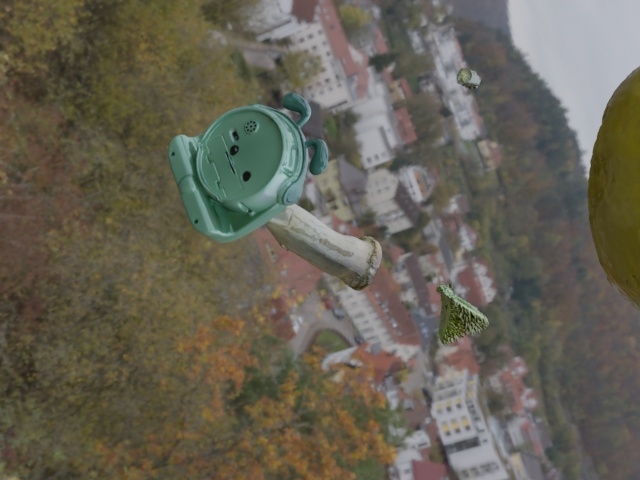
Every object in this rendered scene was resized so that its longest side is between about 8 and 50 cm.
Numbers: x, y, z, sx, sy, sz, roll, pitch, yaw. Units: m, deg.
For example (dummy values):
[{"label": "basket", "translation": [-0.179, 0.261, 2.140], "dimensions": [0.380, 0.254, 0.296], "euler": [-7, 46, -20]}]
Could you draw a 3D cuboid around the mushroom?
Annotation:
[{"label": "mushroom", "translation": [0.000, 0.000, 1.181], "dimensions": [0.209, 0.084, 0.071], "euler": [29, 18, -24]}]

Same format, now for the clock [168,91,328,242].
[{"label": "clock", "translation": [-0.086, -0.098, 0.957], "dimensions": [0.148, 0.188, 0.060], "euler": [65, 13, 24]}]

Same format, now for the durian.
[{"label": "durian", "translation": [0.231, 0.117, 1.338], "dimensions": [0.215, 0.086, 0.100], "euler": [-22, 94, -84]}]

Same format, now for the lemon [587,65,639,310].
[{"label": "lemon", "translation": [0.337, -0.039, 0.580], "dimensions": [0.240, 0.219, 0.240], "euler": [-7, 99, -45]}]

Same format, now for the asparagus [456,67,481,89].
[{"label": "asparagus", "translation": [0.234, -0.252, 1.243], "dimensions": [0.236, 0.034, 0.027], "euler": [-35, 138, -74]}]
